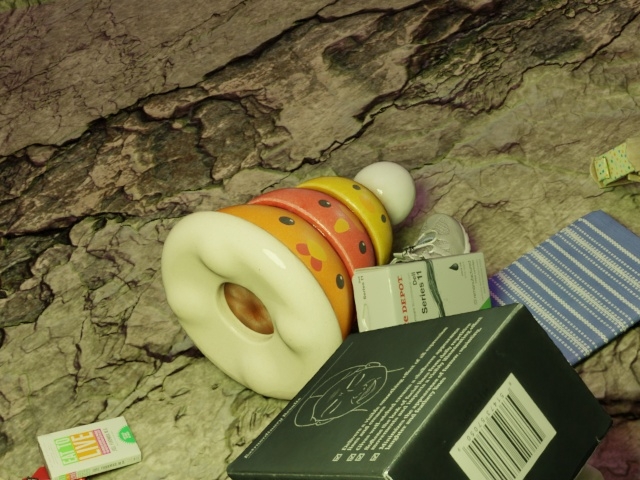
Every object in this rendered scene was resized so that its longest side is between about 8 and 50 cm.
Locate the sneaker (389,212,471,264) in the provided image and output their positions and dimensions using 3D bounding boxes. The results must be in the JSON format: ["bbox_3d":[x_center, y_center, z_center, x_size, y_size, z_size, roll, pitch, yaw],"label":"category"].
[{"bbox_3d":[0.174,0.041,1.887,0.105,0.115,0.281,-29,28,37],"label":"sneaker"}]

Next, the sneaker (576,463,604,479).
[{"bbox_3d":[0.213,0.399,1.471,0.350,0.131,0.148,-32,33,-25],"label":"sneaker"}]

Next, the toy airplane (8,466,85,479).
[{"bbox_3d":[-0.431,0.389,1.782,0.151,0.028,0.151,-1,20,0],"label":"toy airplane"}]

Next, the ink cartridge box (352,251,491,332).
[{"bbox_3d":[0.162,0.104,1.733,0.208,0.153,0.087,-8,-1,-37],"label":"ink cartridge box"}]

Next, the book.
[{"bbox_3d":[-0.373,0.340,1.814,0.144,0.035,0.096,-12,35,-23],"label":"book"}]

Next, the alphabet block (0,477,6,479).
[{"bbox_3d":[-0.449,0.469,1.589,0.197,0.193,0.192,13,46,33],"label":"alphabet block"}]

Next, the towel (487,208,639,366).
[{"bbox_3d":[0.406,0.091,1.829,0.336,0.040,0.243,-31,42,-13],"label":"towel"}]

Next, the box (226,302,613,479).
[{"bbox_3d":[0.116,0.270,1.452,0.293,0.212,0.395,-45,15,-29],"label":"box"}]

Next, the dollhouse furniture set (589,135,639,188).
[{"bbox_3d":[0.525,-0.077,1.922,0.101,0.160,0.182,-10,-10,-24],"label":"dollhouse furniture set"}]

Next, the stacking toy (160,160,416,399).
[{"bbox_3d":[0.000,0.000,1.880,0.351,0.350,0.480,14,42,34],"label":"stacking toy"}]
